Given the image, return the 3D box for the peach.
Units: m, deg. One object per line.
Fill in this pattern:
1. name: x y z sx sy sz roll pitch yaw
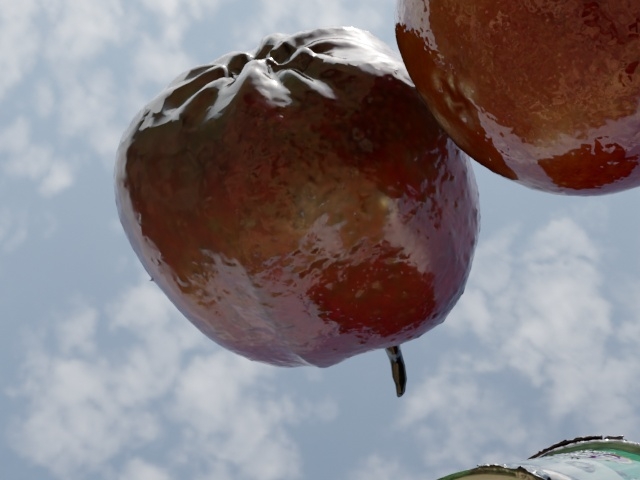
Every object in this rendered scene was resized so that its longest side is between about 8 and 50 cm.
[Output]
1. peach: 0.154 -0.145 0.837 0.243 0.199 0.243 47 -32 44

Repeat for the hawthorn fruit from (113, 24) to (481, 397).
1. hawthorn fruit: 0.000 0.000 1.008 0.254 0.254 0.300 -10 -67 30

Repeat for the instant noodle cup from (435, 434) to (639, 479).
1. instant noodle cup: 0.154 0.248 0.911 0.251 0.190 0.251 -8 -104 33
